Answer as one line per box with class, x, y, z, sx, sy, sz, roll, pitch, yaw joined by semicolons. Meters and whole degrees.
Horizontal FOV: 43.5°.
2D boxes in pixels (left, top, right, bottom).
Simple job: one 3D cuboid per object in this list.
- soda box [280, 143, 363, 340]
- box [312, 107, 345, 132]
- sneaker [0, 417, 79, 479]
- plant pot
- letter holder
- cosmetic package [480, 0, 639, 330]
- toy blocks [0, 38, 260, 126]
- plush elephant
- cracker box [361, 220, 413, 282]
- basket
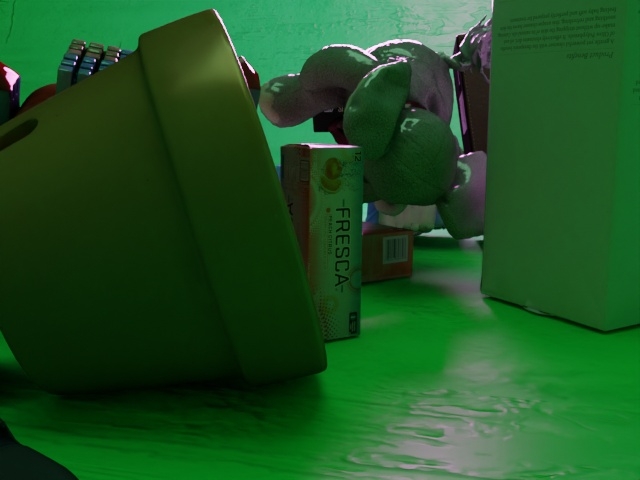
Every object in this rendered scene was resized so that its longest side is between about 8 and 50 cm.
soda box;0.000;0.000;0.762;0.063;0.183;0.058;-4;10;-31
box;0.081;-0.218;1.214;0.147;0.078;0.180;2;20;17
sneaker;-0.261;0.095;0.378;0.321;0.128;0.126;3;8;9
plant pot;-0.134;-0.007;0.618;0.203;0.291;0.291;-18;12;-7
letter holder;0.334;-0.173;1.262;0.214;0.302;0.152;-7;-2;7
cosmetic package;0.290;-0.107;0.854;0.155;0.366;0.197;-7;14;-28
toy blocks;-0.223;-0.080;0.830;0.381;0.261;0.191;8;29;-12
plush elephant;0.086;-0.116;0.991;0.330;0.272;0.255;-30;27;37
cracker box;-0.009;0.007;1.081;0.155;0.067;0.232;-6;10;-37
basket;0.087;-0.101;1.317;0.288;0.201;0.255;10;10;10
